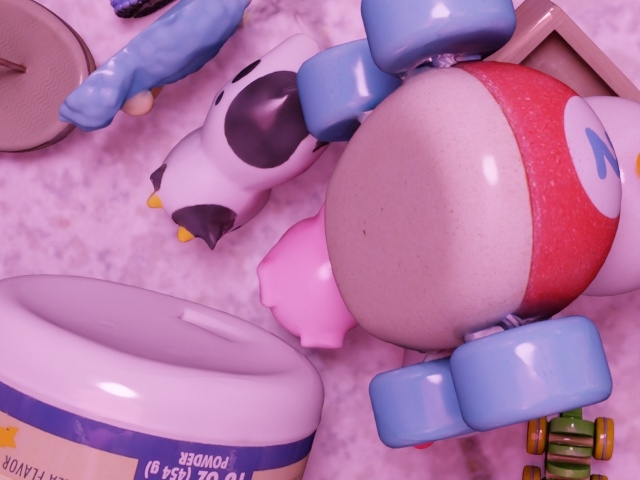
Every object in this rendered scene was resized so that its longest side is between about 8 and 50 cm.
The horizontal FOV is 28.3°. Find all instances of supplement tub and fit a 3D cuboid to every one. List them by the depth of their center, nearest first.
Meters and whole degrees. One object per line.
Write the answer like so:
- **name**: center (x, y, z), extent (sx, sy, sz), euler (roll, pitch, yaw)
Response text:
- **supplement tub**: center (-0.143, 0.201, 0.799), extent (0.228, 0.228, 0.316), euler (17, 98, 6)

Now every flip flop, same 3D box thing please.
- **flip flop**: center (-0.279, -0.152, 0.856), extent (0.277, 0.080, 0.112), euler (36, 99, 3)

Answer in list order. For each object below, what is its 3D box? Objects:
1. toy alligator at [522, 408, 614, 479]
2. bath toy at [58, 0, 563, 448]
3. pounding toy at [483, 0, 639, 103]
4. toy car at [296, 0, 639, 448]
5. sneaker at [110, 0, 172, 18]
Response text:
- **toy alligator**: center (0.161, 0.177, 0.841), extent (0.056, 0.051, 0.190), euler (5, 97, 8)
- **bath toy**: center (0.000, 0.000, 0.807), extent (0.348, 0.151, 0.129), euler (44, 57, 0)
- **pounding toy**: center (0.120, -0.076, 0.810), extent (0.130, 0.100, 0.141), euler (43, 103, -13)
- **toy car**: center (0.136, -0.025, 0.678), extent (0.237, 0.210, 0.219), euler (-10, 80, -20)
- **sneaker**: center (-0.089, -0.203, 0.840), extent (0.135, 0.052, 0.058), euler (-27, 87, 9)
